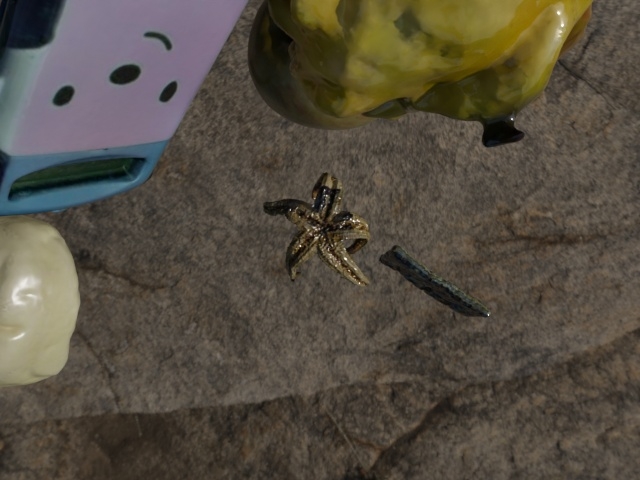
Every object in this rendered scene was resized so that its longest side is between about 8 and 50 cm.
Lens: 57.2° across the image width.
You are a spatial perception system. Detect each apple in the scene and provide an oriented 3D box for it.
[{"bbox_3d":[0.020,-0.305,0.959,0.257,0.234,0.257,-5,81,34],"label":"apple"}]

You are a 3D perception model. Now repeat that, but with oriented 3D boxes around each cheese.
[{"bbox_3d":[-0.337,0.054,0.549,0.263,0.093,0.159,-2,90,27],"label":"cheese"}]

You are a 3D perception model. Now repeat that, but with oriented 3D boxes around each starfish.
[{"bbox_3d":[0.001,0.001,0.875,0.146,0.074,0.190,-32,93,5],"label":"starfish"}]

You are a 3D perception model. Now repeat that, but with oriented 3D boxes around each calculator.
[{"bbox_3d":[-0.151,-0.119,0.416,0.051,0.173,0.293,49,125,12],"label":"calculator"}]

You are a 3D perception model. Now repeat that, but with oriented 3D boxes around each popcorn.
[{"bbox_3d":[0.117,-0.210,0.496,0.297,0.316,0.281,-22,79,50],"label":"popcorn"}]

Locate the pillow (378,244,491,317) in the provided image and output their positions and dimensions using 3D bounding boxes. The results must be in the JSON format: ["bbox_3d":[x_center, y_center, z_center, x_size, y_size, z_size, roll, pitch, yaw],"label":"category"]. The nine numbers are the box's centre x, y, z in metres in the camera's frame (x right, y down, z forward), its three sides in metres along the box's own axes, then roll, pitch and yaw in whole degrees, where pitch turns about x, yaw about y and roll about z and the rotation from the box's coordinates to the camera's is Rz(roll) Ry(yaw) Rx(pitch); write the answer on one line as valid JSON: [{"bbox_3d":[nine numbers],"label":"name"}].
[{"bbox_3d":[0.246,0.097,1.285,0.255,0.189,0.034,32,81,3],"label":"pillow"}]
